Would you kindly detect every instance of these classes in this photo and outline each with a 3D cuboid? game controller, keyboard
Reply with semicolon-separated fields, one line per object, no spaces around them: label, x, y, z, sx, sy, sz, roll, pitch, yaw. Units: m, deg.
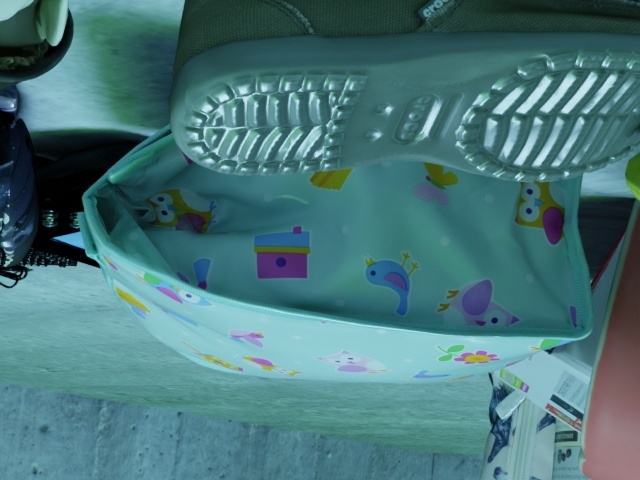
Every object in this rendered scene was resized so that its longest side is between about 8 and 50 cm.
game controller;-0.104;-0.004;1.104;0.166;0.067;0.319;-1;167;33
keyboard;-0.322;0.022;1.422;0.192;0.038;0.100;3;169;20

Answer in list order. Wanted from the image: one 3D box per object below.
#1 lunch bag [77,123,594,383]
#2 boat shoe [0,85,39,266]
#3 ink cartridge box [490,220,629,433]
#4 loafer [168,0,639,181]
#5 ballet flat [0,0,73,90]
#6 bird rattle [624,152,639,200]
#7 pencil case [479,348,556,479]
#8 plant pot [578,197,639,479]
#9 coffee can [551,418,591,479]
lunch bag;0.000;0.000;0.843;0.262;0.160;0.223;1;170;-4
boat shoe;-0.330;-0.060;0.862;0.340;0.127;0.158;3;160;-15
ink cartridge box;0.251;0.088;1.116;0.272;0.130;0.309;31;172;10
loafer;0.054;-0.084;0.626;0.251;0.087;0.094;-1;147;-25
ballet flat;-0.149;-0.110;0.566;0.096;0.095;0.280;-4;179;0
bird rattle;0.270;0.019;0.653;0.253;0.207;0.143;-4;168;25
pencil case;0.245;0.327;1.704;0.160;0.410;0.183;-6;157;40
plant pot;0.286;0.069;0.833;0.243;0.275;0.275;13;171;16
coffee can;0.334;0.229;1.503;0.201;0.275;0.201;5;169;1
